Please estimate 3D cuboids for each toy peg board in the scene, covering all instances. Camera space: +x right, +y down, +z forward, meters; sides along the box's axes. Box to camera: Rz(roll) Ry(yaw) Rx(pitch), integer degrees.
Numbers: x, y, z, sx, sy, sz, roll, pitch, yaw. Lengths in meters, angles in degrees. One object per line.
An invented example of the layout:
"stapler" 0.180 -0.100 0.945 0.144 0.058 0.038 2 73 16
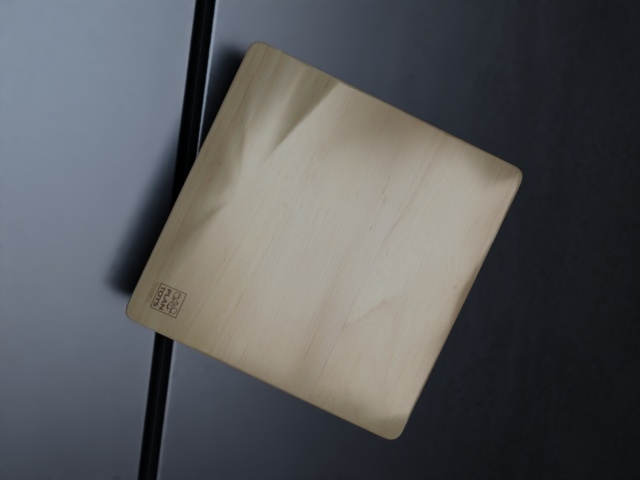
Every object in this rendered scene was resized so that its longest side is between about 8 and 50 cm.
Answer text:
"toy peg board" 0.000 0.000 0.630 0.161 0.079 0.161 25 90 -5
